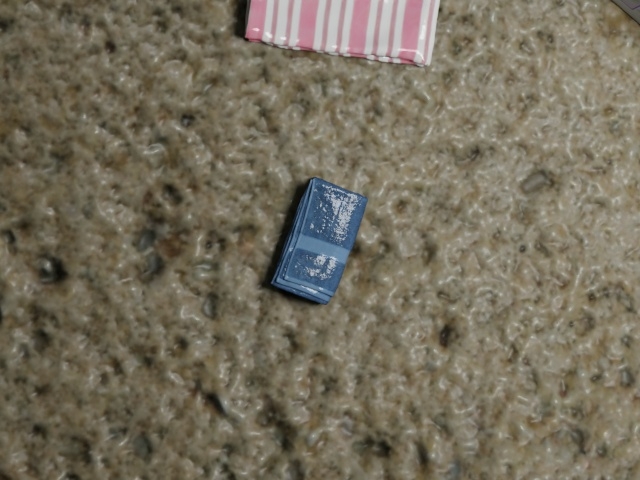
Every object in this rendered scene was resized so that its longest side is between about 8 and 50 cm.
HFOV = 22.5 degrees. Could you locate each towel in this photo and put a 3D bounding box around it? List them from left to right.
[{"bbox_3d":[0.000,0.000,1.614,0.067,0.029,0.119,20,86,-8],"label":"towel"},{"bbox_3d":[0.027,-0.258,1.620,0.197,0.029,0.144,7,89,-8],"label":"towel"}]

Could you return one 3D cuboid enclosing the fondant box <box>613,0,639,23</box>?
[{"bbox_3d":[0.398,-0.329,1.641,0.330,0.096,0.238,39,85,-5],"label":"fondant box"}]
